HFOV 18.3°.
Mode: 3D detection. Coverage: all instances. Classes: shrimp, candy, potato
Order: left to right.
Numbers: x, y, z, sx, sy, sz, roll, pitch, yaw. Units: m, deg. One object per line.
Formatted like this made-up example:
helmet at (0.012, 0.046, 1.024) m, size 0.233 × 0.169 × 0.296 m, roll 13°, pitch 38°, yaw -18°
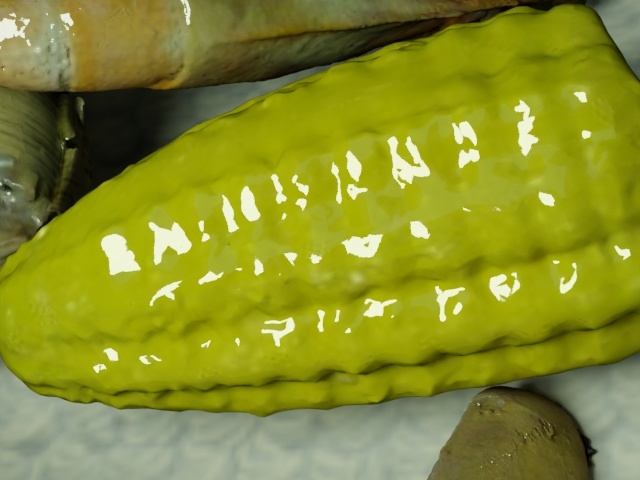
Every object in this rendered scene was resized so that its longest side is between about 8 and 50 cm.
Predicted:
shrimp at (-0.029, -0.086, 0.633) m, size 0.236 × 0.053 × 0.133 m, roll -6°, pitch 21°, yaw -11°
candy at (0.000, 0.000, 0.563) m, size 0.199 × 0.094 × 0.106 m, roll -14°, pitch 42°, yaw 6°
potato at (0.048, 0.074, 0.537) m, size 0.037 × 0.036 × 0.093 m, roll 7°, pitch 58°, yaw 31°

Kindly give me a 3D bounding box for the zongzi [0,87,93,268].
zongzi at (-0.170, -0.042, 0.670) m, size 0.195 × 0.099 × 0.197 m, roll -12°, pitch 52°, yaw 4°
